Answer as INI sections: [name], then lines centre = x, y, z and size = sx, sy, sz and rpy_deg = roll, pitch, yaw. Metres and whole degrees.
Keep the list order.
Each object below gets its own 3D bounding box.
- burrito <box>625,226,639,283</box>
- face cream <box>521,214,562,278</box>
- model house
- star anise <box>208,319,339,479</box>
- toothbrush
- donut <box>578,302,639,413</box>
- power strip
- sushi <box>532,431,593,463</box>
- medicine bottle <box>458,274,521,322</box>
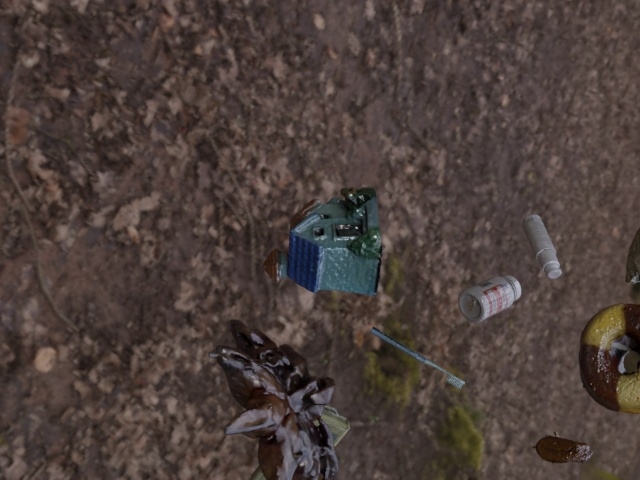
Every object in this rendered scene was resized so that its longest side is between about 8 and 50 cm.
[burrito]
centre = 0.561, -0.017, 1.423
size = 0.063, 0.058, 0.230
rpy_deg = -102, -154, -57
[face cream]
centre = 0.355, 0.011, 1.381
size = 0.130, 0.034, 0.034
rpy_deg = -99, -173, -50
[model house]
centre = 0.000, 0.000, 1.093
size = 0.148, 0.148, 0.119
rpy_deg = -95, -177, -46
[star anise]
centre = -0.030, 0.205, 1.031
size = 0.102, 0.272, 0.272
rpy_deg = -28, 156, 15
[toothbrush]
centre = 0.191, 0.234, 1.729
size = 0.019, 0.219, 0.016
rpy_deg = -58, 158, -5
[donut]
centre = 0.496, 0.185, 1.397
size = 0.073, 0.166, 0.184
rpy_deg = 32, 73, -58
[power strip]
centre = -0.048, 0.406, 1.614
size = 0.268, 0.092, 0.034
rpy_deg = -55, -161, 28
[sushi]
centre = 0.467, 0.408, 1.678
size = 0.060, 0.118, 0.062
rpy_deg = 28, 79, -53
[medicine bottle]
centre = 0.379, 0.126, 1.920
size = 0.140, 0.079, 0.079
rpy_deg = -18, 130, -37
